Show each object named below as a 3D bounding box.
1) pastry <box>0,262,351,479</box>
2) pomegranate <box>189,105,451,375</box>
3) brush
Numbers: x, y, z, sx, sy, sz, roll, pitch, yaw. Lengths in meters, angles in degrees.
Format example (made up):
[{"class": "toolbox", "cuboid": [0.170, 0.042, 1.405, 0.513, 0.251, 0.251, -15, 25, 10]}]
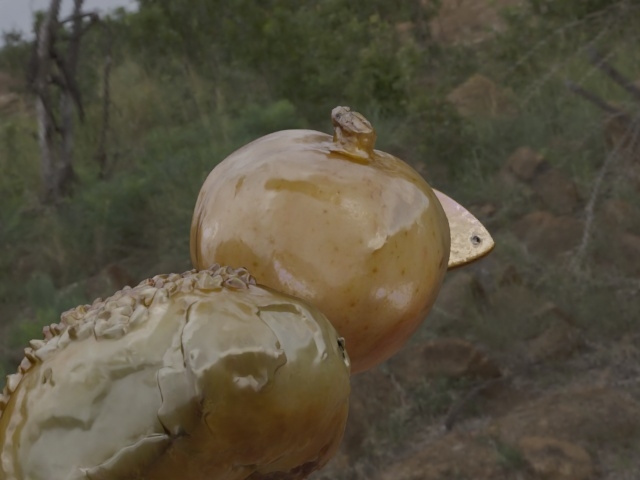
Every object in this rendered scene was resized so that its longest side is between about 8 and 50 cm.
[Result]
[{"class": "pastry", "cuboid": [-0.166, 0.189, 1.124, 0.409, 0.245, 0.410, -23, -28, -13]}, {"class": "pomegranate", "cuboid": [0.000, 0.000, 1.507, 0.411, 0.412, 0.411, -16, 13, 4]}, {"class": "brush", "cuboid": [0.181, -0.006, 1.896, 0.266, 0.174, 0.166, 14, -11, -9]}]
